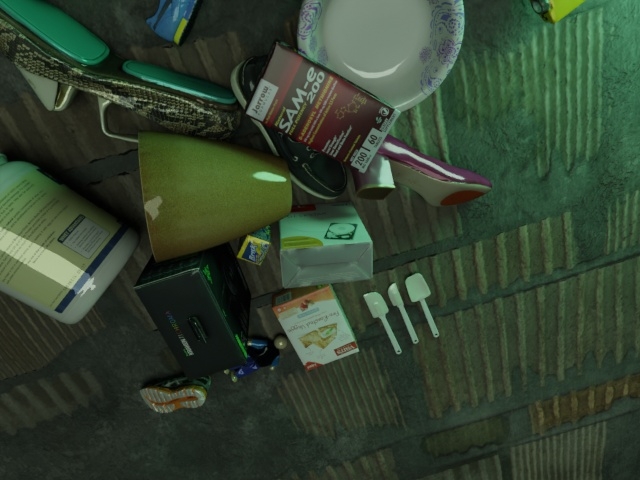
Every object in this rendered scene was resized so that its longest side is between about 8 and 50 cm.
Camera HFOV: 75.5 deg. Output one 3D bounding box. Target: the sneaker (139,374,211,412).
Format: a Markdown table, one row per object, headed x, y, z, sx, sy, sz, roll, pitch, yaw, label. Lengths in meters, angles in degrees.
| x | y | z | sx | sy | sz | roll | pitch | yaw | label |
| --- | --- | --- | --- | --- | --- | --- | --- | --- | --- |
| -0.395 | 0.413 | 1.134 | 0.215 | 0.083 | 0.084 | -7 | 112 | 16 | sneaker |

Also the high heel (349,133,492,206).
| x | y | z | sx | sy | sz | roll | pitch | yaw | label |
| --- | --- | --- | --- | --- | --- | --- | --- | --- | --- |
| 0.228 | -0.180 | 0.929 | 0.378 | 0.181 | 0.127 | 2 | 159 | -29 | high heel |

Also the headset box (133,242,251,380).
| x | y | z | sx | sy | sz | roll | pitch | yaw | label |
| --- | --- | --- | --- | --- | --- | --- | --- | --- | --- |
| -0.256 | 0.117 | 0.895 | 0.132 | 0.283 | 0.246 | -17 | 115 | 1 | headset box |

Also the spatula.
| x | y | z | sx | sy | sz | roll | pitch | yaw | label |
| --- | --- | --- | --- | --- | --- | --- | --- | --- | --- |
| 0.239 | 0.210 | 1.148 | 0.168 | 0.019 | 0.241 | -25 | 116 | 4 | spatula |

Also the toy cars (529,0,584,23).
| x | y | z | sx | sy | sz | roll | pitch | yaw | label |
| --- | --- | --- | --- | --- | --- | --- | --- | --- | --- |
| 0.317 | -0.531 | 0.772 | 0.395 | 0.087 | 0.176 | 10 | 109 | -8 | toy cars |

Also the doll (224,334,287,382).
| x | y | z | sx | sy | sz | roll | pitch | yaw | label |
| --- | --- | --- | --- | --- | --- | --- | --- | --- | --- |
| -0.174 | 0.315 | 1.130 | 0.189 | 0.046 | 0.129 | -30 | 116 | 8 | doll |

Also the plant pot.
| x | y | z | sx | sy | sz | roll | pitch | yaw | label |
| --- | --- | --- | --- | --- | --- | --- | --- | --- | --- |
| -0.191 | -0.090 | 0.782 | 0.255 | 0.237 | 0.236 | -6 | 116 | -17 | plant pot |

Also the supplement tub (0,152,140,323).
| x | y | z | sx | sy | sz | roll | pitch | yaw | label |
| --- | --- | --- | --- | --- | --- | --- | --- | --- | --- |
| -0.566 | -0.007 | 0.822 | 0.325 | 0.235 | 0.235 | 38 | 105 | -21 | supplement tub |

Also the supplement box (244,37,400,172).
| x | y | z | sx | sy | sz | roll | pitch | yaw | label |
| --- | --- | --- | --- | --- | --- | --- | --- | --- | --- |
| 0.002 | -0.231 | 0.729 | 0.240 | 0.073 | 0.130 | 22 | 114 | -19 | supplement box |

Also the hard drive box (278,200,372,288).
| x | y | z | sx | sy | sz | roll | pitch | yaw | label |
| --- | --- | --- | --- | --- | --- | --- | --- | --- | --- |
| 0.000 | 0.000 | 0.899 | 0.181 | 0.232 | 0.089 | -5 | 115 | -5 | hard drive box |

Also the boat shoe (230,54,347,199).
| x | y | z | sx | sy | sz | roll | pitch | yaw | label |
| --- | --- | --- | --- | --- | --- | --- | --- | --- | --- |
| -0.031 | -0.221 | 0.830 | 0.127 | 0.113 | 0.340 | -51 | 119 | -30 | boat shoe |

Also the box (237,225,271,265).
| x | y | z | sx | sy | sz | roll | pitch | yaw | label |
| --- | --- | --- | --- | --- | --- | --- | --- | --- | --- |
| -0.144 | -0.014 | 0.908 | 0.054 | 0.168 | 0.059 | 23 | 110 | -16 | box |

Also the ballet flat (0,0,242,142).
| x | y | z | sx | sy | sz | roll | pitch | yaw | label |
| --- | --- | --- | --- | --- | --- | --- | --- | --- | --- |
| -0.394 | -0.284 | 0.765 | 0.484 | 0.164 | 0.182 | 22 | 120 | -20 | ballet flat |

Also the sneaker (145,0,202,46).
| x | y | z | sx | sy | sz | roll | pitch | yaw | label |
| --- | --- | --- | --- | --- | --- | --- | --- | --- | --- |
| -0.243 | -0.462 | 0.739 | 0.082 | 0.069 | 0.209 | 31 | 108 | -15 | sneaker |

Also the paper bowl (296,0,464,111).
| x | y | z | sx | sy | sz | roll | pitch | yaw | label |
| --- | --- | --- | --- | --- | --- | --- | --- | --- | --- |
| 0.100 | -0.385 | 0.752 | 0.285 | 0.148 | 0.284 | -1 | 133 | -1 | paper bowl |

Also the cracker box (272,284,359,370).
| x | y | z | sx | sy | sz | roll | pitch | yaw | label |
| --- | --- | --- | --- | --- | --- | --- | --- | --- | --- |
| -0.011 | 0.221 | 1.094 | 0.156 | 0.067 | 0.232 | -23 | 117 | 4 | cracker box |
